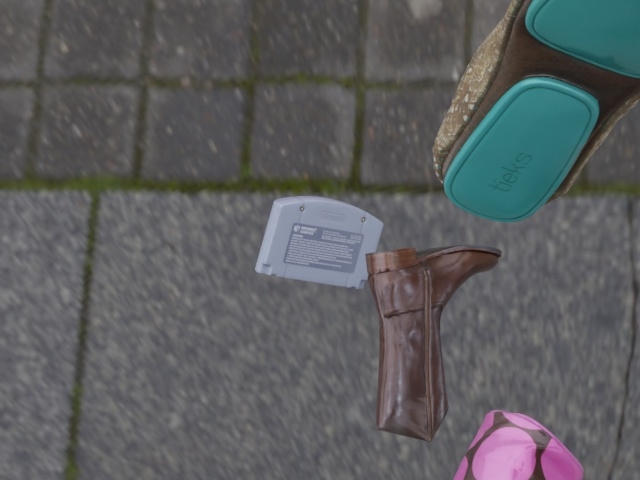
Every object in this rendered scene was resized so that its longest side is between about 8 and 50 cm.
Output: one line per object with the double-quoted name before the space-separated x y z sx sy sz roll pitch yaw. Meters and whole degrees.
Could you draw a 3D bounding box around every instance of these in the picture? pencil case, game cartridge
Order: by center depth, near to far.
"game cartridge" 0.000 0.000 1.273 0.017 0.083 0.056 34 110 53
"pencil case" 0.126 0.235 1.459 0.098 0.095 0.209 31 73 -12

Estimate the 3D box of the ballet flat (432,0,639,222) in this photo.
"ballet flat" 0.095 -0.079 0.689 0.073 0.206 0.067 23 58 -14

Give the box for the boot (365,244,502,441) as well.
"boot" 0.071 0.061 1.175 0.106 0.037 0.114 -4 87 -36
